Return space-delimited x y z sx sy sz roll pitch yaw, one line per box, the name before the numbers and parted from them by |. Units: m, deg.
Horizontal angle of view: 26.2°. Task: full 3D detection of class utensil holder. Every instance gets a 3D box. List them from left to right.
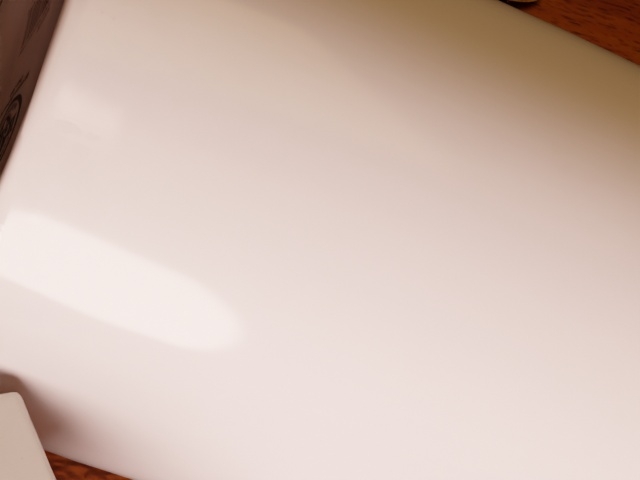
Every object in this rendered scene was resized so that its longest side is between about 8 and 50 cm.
utensil holder | 0.000 0.000 0.750 0.385 0.327 0.327 20 43 -21

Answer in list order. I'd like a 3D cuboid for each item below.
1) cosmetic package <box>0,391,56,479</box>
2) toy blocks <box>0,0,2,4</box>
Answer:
cosmetic package | -0.198 0.172 0.547 0.183 0.151 0.151 -6 58 -42
toy blocks | -0.156 -0.218 0.962 0.381 0.191 0.261 19 51 -10
